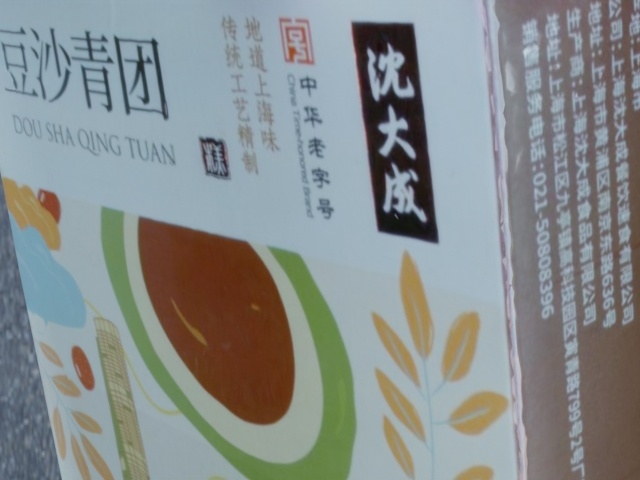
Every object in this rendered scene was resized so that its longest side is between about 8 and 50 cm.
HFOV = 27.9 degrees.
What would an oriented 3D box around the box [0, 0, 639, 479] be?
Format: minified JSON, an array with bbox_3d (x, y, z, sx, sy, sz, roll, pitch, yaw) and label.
[{"bbox_3d":[-0.002,0.055,0.591,0.122,0.344,0.385,-21,113,-37],"label":"box"}]
